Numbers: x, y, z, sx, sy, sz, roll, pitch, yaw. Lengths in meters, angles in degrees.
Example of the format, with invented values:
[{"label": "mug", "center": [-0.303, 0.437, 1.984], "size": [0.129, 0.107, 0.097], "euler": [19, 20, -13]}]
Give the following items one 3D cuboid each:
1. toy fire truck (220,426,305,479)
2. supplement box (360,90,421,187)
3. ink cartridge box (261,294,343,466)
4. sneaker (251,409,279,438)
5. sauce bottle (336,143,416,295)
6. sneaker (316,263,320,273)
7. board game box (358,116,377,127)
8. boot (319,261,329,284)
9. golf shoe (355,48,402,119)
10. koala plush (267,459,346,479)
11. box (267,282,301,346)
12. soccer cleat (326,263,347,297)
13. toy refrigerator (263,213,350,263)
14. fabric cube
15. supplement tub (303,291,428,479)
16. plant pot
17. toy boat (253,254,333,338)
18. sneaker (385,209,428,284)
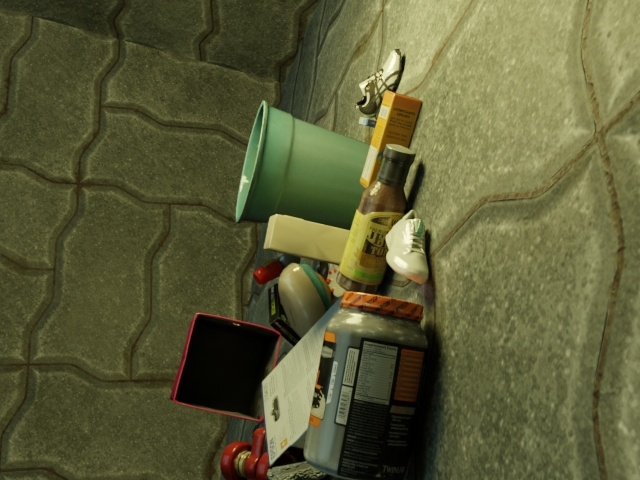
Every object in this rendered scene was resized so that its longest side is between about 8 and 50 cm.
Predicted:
[{"label": "toy fire truck", "center": [-0.109, 0.621, 1.657], "size": [0.169, 0.254, 0.302], "euler": [-6, 71, 41]}, {"label": "supplement box", "center": [0.167, -0.233, 1.608], "size": [0.080, 0.078, 0.233], "euler": [-120, 43, -67]}, {"label": "ink cartridge box", "center": [-0.007, 0.331, 1.587], "size": [0.330, 0.071, 0.324], "euler": [-50, 21, 13]}, {"label": "sneaker", "center": [-0.179, 0.632, 2.241], "size": [0.271, 0.108, 0.100], "euler": [-154, 75, -78]}, {"label": "sauce bottle", "center": [0.128, -0.045, 1.517], "size": [0.111, 0.111, 0.344], "euler": [-110, 32, -67]}, {"label": "sneaker", "center": [0.007, 0.091, 2.108], "size": [0.083, 0.031, 0.035], "euler": [116, 155, -60]}, {"label": "board game box", "center": [0.151, -0.292, 1.701], "size": [0.090, 0.090, 0.020], "euler": [-126, 48, -74]}, {"label": "boot", "center": [0.000, 0.000, 2.040], "size": [0.112, 0.115, 0.305], "euler": [120, 157, -49]}, {"label": "golf shoe", "center": [0.156, -0.423, 1.802], "size": [0.077, 0.093, 0.198], "euler": [-100, 27, -62]}, {"label": "koala plush", "center": [0.009, 0.573, 1.401], "size": [0.196, 0.203, 0.221], "euler": [117, 142, -76]}, {"label": "box", "center": [-0.082, 0.245, 2.024], "size": [0.045, 0.191, 0.184], "euler": [-35, 26, 16]}, {"label": "soccer cleat", "center": [0.049, 0.079, 1.886], "size": [0.068, 0.076, 0.196], "euler": [-28, 54, 19]}, {"label": "toy refrigerator", "center": [0.006, 0.004, 1.647], "size": [0.102, 0.269, 0.094], "euler": [173, 109, -78]}, {"label": "fabric cube", "center": [-0.279, 0.370, 1.953], "size": [0.258, 0.254, 0.259], "euler": [140, 144, -72]}, {"label": "supplement tub", "center": [0.088, 0.260, 1.219], "size": [0.193, 0.193, 0.316], "euler": [160, 122, -75]}, {"label": "plant pot", "center": [-0.038, -0.180, 1.867], "size": [0.341, 0.334, 0.341], "euler": [-168, 90, -77]}, {"label": "toy boat", "center": [-0.057, 0.132, 1.883], "size": [0.318, 0.148, 0.267], "euler": [40, 153, 44]}, {"label": "sneaker", "center": [0.181, 0.004, 1.342], "size": [0.094, 0.080, 0.212], "euler": [-60, 18, 22]}]
